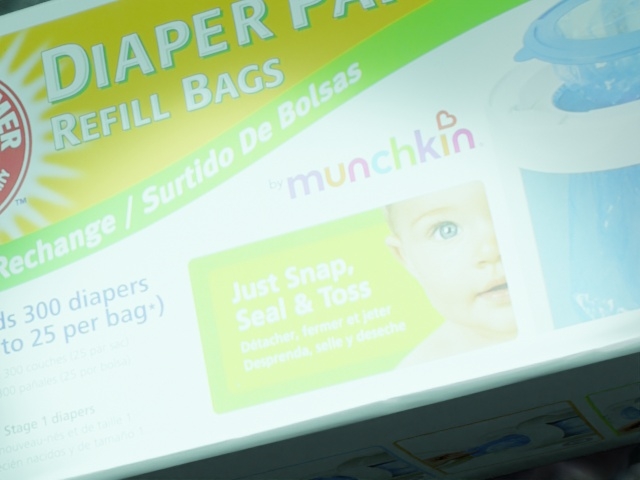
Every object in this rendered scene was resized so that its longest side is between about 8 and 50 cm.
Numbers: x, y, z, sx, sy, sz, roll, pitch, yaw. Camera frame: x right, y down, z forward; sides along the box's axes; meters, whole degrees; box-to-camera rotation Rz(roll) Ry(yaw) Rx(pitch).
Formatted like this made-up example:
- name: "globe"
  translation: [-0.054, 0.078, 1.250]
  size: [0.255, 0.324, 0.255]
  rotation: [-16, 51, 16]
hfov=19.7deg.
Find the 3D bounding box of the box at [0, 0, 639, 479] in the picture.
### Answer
- name: "box"
  translation: [0.000, 0.000, 0.424]
  size: [0.203, 0.103, 0.114]
  rotation: [-16, 71, 12]
